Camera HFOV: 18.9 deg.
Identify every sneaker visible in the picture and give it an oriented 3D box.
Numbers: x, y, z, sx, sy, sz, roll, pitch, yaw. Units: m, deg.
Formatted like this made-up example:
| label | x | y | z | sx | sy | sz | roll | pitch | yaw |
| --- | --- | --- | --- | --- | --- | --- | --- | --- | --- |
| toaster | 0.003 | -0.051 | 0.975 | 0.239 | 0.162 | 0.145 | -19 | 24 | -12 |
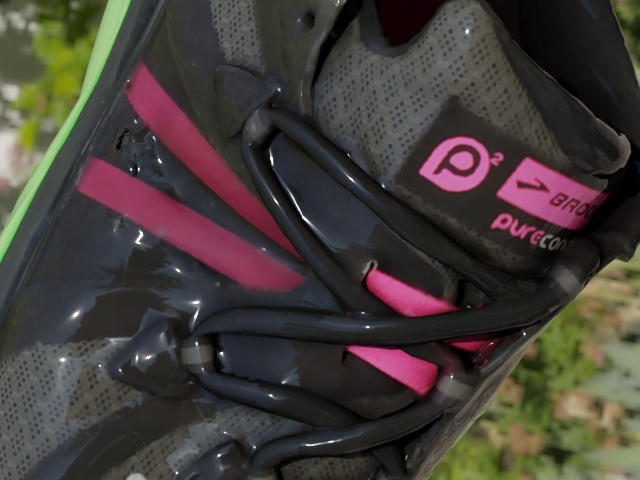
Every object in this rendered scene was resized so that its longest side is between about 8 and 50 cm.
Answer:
| label | x | y | z | sx | sy | sz | roll | pitch | yaw |
| --- | --- | --- | --- | --- | --- | --- | --- | --- | --- |
| sneaker | 0.000 | 0.000 | 0.670 | 0.202 | 0.185 | 0.482 | 0 | 78 | 55 |
